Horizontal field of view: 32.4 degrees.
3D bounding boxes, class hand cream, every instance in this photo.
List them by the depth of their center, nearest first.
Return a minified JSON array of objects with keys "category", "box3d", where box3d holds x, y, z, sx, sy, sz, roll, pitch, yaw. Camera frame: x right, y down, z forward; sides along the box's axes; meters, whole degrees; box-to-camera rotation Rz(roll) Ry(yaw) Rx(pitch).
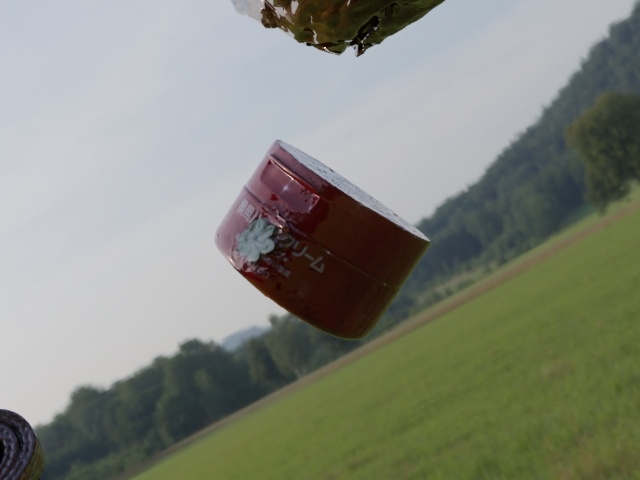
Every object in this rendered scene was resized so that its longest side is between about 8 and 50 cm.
[{"category":"hand cream","box3d":[0.000,0.000,1.278,0.149,0.230,0.230,-57,-12,9]}]

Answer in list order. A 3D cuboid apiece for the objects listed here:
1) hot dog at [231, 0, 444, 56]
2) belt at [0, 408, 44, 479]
[{"category":"hot dog","box3d":[0.082,-0.253,0.497,0.387,0.267,0.174,-36,-43,20]},{"category":"belt","box3d":[-0.266,0.218,0.740,0.053,0.071,0.232,101,-165,-60]}]
